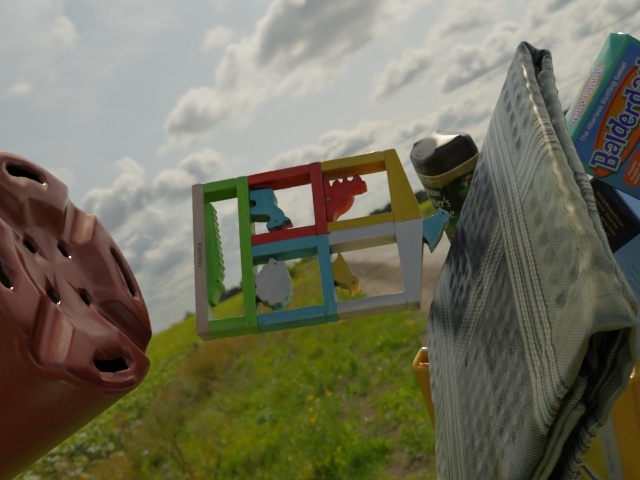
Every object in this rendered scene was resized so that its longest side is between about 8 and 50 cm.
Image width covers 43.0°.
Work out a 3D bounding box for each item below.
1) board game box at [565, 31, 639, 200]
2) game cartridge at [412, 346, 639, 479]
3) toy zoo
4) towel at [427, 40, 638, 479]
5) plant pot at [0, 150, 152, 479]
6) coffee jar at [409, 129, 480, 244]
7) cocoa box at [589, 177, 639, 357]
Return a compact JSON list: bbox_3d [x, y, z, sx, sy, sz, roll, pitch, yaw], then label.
[{"bbox_3d":[0.399,-0.128,0.968,0.160,0.210,0.047,-64,14,12],"label":"board game box"},{"bbox_3d":[0.294,0.279,1.080,0.285,0.324,0.053,-2,34,29],"label":"game cartridge"},{"bbox_3d":[0.000,0.000,0.921,0.293,0.192,0.030,-10,-25,7],"label":"toy zoo"},{"bbox_3d":[0.137,0.064,0.580,0.056,0.312,0.324,9,39,-2],"label":"towel"},{"bbox_3d":[-0.289,0.085,0.603,0.265,0.272,0.272,-31,-1,11],"label":"plant pot"},{"bbox_3d":[0.189,-0.058,1.081,0.079,0.184,0.096,-30,18,-7],"label":"coffee jar"},{"bbox_3d":[0.471,0.095,1.157,0.231,0.347,0.228,-7,-32,-44],"label":"cocoa box"}]
